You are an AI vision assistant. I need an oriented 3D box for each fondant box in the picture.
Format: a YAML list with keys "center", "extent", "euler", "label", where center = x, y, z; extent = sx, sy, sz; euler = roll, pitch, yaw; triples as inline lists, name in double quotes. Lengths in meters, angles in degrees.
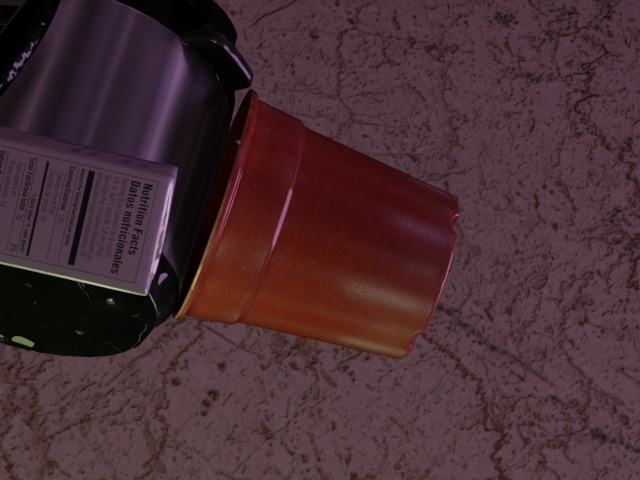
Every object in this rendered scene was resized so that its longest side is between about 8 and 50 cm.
- center: [-0.282, -0.048, 1.167]
  extent: [0.238, 0.330, 0.096]
  euler: [-135, -120, -83]
  label: "fondant box"

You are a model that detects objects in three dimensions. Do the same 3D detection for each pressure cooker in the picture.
- center: [-0.294, -0.122, 1.679]
  extent: [0.375, 0.370, 0.420]
  euler: [120, -13, -60]
  label: "pressure cooker"

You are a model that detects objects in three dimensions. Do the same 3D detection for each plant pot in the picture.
- center: [0.000, 0.000, 1.683]
  extent: [0.272, 0.265, 0.272]
  euler: [-161, -90, -81]
  label: "plant pot"
